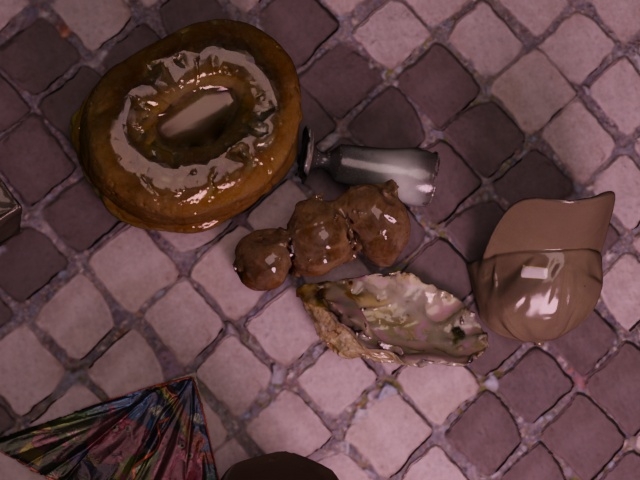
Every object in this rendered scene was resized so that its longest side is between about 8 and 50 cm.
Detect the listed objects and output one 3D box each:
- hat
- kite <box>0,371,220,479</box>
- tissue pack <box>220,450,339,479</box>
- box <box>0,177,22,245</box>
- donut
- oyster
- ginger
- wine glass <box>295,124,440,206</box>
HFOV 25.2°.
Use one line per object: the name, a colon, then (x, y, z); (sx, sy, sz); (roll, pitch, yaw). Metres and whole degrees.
hat: (0.267, 0.033, 1.611); (0.166, 0.173, 0.144); (-4, 75, -10)
kite: (-0.191, 0.249, 1.565); (0.321, 0.016, 0.234); (31, 75, -6)
tissue pack: (-0.124, 0.395, 1.419); (0.387, 0.267, 0.277); (-16, 101, -10)
box: (-0.440, -0.074, 1.495); (0.155, 0.149, 0.231); (-34, 88, -15)
donut: (-0.136, -0.125, 1.575); (0.261, 0.128, 0.208); (-37, 90, -13)
oyster: (0.085, 0.102, 1.614); (0.209, 0.072, 0.133); (1, 51, -24)
ginger: (0.000, 0.000, 1.591); (0.204, 0.080, 0.104); (-15, 112, -2)
wine glass: (0.053, -0.084, 1.633); (0.155, 0.072, 0.072); (10, 79, -9)
